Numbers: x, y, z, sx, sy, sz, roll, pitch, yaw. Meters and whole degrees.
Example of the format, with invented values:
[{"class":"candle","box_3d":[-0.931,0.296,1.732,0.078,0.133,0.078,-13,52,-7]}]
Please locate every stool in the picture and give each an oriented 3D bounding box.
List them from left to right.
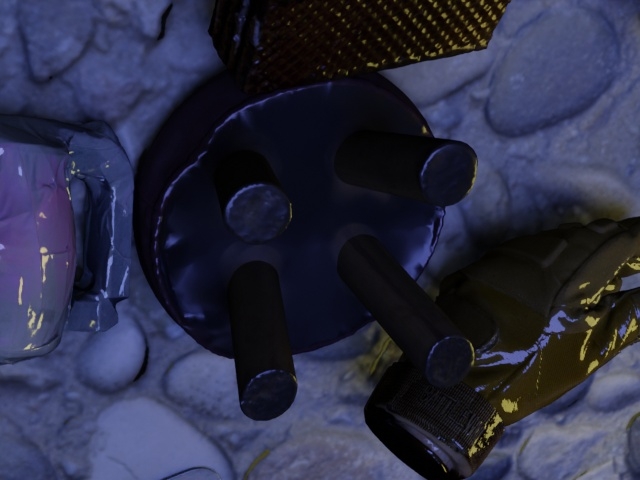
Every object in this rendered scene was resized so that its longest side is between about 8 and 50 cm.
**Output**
[{"class":"stool","box_3d":[0.000,0.000,0.998,0.272,0.178,0.272,-9,116,-18]}]

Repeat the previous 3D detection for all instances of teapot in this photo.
[{"class":"teapot","box_3d":[-0.226,-0.006,0.920,0.221,0.163,0.178,10,99,-23]}]

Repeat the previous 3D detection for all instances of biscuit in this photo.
[{"class":"biscuit","box_3d":[0.042,-0.186,0.954,0.252,0.070,0.106,-15,150,-28]}]

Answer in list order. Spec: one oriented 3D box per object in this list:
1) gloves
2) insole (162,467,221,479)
[{"class":"gloves","box_3d":[0.183,0.070,1.109,0.331,0.154,0.141,-41,104,-21]},{"class":"insole","box_3d":[-0.182,0.250,1.136,0.197,0.004,0.065,-19,118,-13]}]
